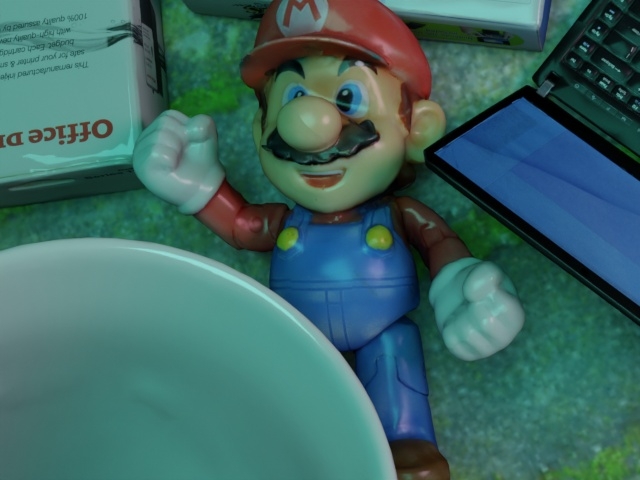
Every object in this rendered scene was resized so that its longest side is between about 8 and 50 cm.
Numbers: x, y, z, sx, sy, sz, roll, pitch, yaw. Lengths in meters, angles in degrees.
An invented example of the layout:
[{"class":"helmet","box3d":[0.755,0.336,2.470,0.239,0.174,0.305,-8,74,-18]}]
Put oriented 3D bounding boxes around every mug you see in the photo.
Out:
[{"class":"mug","box3d":[-0.165,0.217,0.767,0.374,0.328,0.276,-22,64,-24]}]

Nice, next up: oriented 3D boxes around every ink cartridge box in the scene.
[{"class":"ink cartridge box","box3d":[-0.187,-0.133,0.998,0.153,0.087,0.208,-7,78,10]}]

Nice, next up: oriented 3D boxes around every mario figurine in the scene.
[{"class":"mario figurine","box3d":[0.000,0.000,0.890,0.198,0.170,0.320,-2,87,-23]}]

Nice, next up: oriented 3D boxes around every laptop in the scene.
[{"class":"laptop","box3d":[0.235,-0.072,0.875,0.234,0.136,0.264,38,90,14]}]

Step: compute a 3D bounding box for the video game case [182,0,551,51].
[{"class":"video game case","box3d":[0.046,-0.273,0.987,0.244,0.061,0.269,8,82,12]}]
